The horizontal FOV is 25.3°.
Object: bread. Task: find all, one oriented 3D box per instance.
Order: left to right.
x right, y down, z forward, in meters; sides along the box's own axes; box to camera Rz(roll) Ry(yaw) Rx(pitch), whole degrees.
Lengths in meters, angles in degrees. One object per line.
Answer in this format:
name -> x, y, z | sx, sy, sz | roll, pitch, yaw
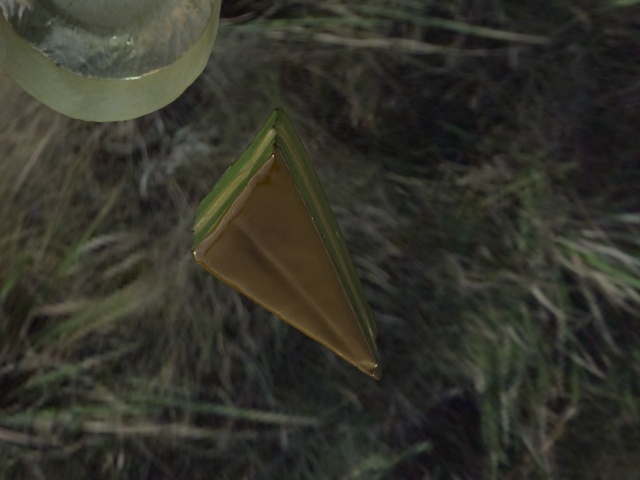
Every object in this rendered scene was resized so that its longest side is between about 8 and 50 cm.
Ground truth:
bread -> 0.004, 0.003, 0.827 | 0.139, 0.074, 0.084 | 35, 110, -14

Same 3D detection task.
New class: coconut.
coconut -> -0.179, -0.205, 1.180 | 0.202, 0.222, 0.202 | 2, 79, -11
